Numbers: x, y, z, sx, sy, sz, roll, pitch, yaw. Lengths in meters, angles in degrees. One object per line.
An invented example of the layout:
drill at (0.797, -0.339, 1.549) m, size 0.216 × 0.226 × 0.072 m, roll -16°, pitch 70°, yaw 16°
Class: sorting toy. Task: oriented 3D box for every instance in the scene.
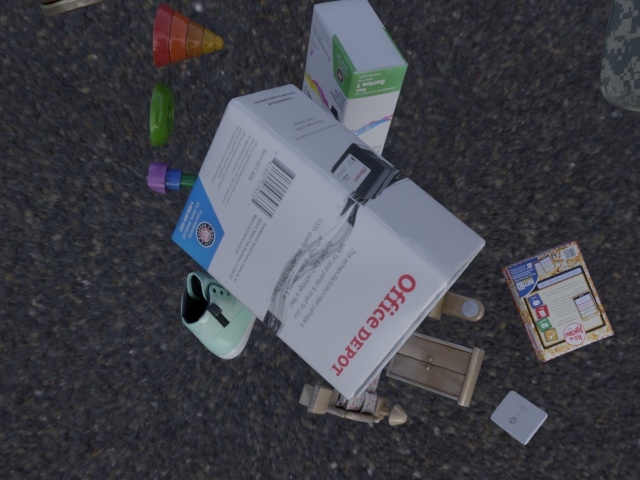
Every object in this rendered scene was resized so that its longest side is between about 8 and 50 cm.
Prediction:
sorting toy at (-0.263, -0.267, 1.285) m, size 0.126 × 0.127 × 0.365 m, roll 5°, pitch 104°, yaw -4°

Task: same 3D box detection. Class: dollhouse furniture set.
dollhouse furniture set at (0.159, 0.193, 1.183) m, size 0.174 × 0.355 × 0.303 m, roll 13°, pitch 81°, yaw 32°

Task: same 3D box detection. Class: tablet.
tablet at (0.282, 0.251, 0.933) m, size 0.006 × 0.083 × 0.054 m, roll 41°, pitch 86°, yaw -22°

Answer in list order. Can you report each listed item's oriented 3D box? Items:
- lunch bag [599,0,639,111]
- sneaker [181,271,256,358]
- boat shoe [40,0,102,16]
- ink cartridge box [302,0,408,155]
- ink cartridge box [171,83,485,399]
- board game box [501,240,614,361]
lunch bag at (0.477, -0.209, 0.644) m, size 0.305 × 0.256 × 0.212 m, roll 1°, pitch 105°, yaw -19°
sneaker at (-0.155, 0.062, 1.141) m, size 0.094 × 0.151 × 0.256 m, roll 2°, pitch 60°, yaw 28°
boat shoe at (-0.338, -0.384, 0.892) m, size 0.110 × 0.307 × 0.104 m, roll -17°, pitch 122°, yaw -8°
ink cartridge box at (0.055, -0.304, 1.314) m, size 0.117 × 0.278 × 0.201 m, roll -14°, pitch 59°, yaw -18°
ink cartridge box at (0.000, 0.000, 0.998) m, size 0.395 × 0.166 × 0.285 m, roll 41°, pitch 127°, yaw 12°
board game box at (0.458, 0.117, 1.267) m, size 0.147 × 0.045 × 0.193 m, roll -21°, pitch 87°, yaw -1°
